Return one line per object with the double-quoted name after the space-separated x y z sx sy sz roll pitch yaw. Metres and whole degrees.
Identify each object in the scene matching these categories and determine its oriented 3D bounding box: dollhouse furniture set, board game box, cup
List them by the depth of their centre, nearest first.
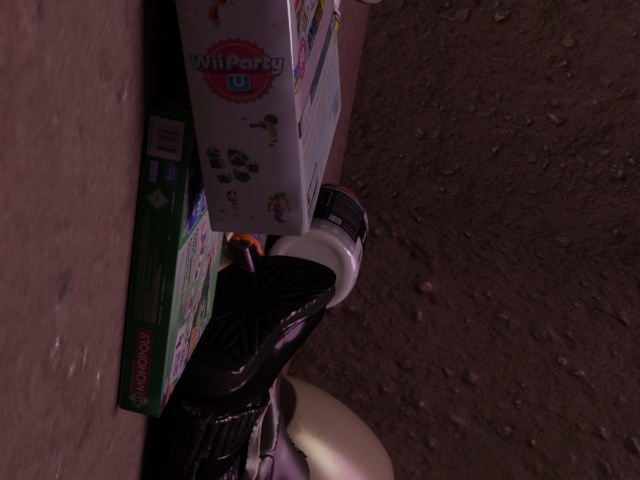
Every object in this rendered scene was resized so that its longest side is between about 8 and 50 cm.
-0.048 -0.190 0.852 0.224 0.097 0.303 -78 168 -50 "board game box"
-0.138 -0.010 0.971 0.213 0.046 0.317 -72 173 -65 "board game box"
-0.149 -0.004 1.138 0.081 0.091 0.114 -31 124 -26 "dollhouse furniture set"
-0.075 0.348 1.520 0.331 0.331 0.237 -74 148 -45 "cup"

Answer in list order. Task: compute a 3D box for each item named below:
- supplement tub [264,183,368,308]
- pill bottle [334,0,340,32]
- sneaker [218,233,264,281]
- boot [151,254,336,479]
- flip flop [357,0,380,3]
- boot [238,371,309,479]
0.000 0.000 2.027 0.316 0.194 0.193 -69 171 -65 "supplement tub"
0.000 -0.386 1.697 0.065 0.065 0.116 94 9 -69 "pill bottle"
-0.112 0.062 1.400 0.087 0.083 0.221 -81 -177 -51 "sneaker"
-0.104 0.186 1.247 0.348 0.131 0.260 -39 144 -53 "boot"
0.080 -0.444 1.365 0.277 0.080 0.112 79 31 -59 "flip flop"
-0.062 0.272 1.364 0.077 0.137 0.198 -8 -121 47 "boot"
